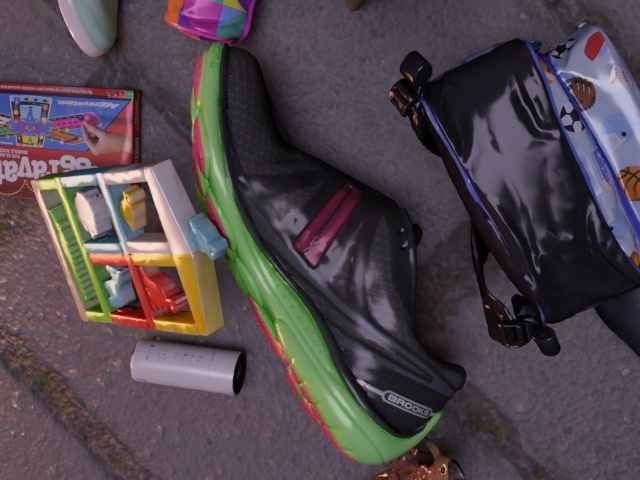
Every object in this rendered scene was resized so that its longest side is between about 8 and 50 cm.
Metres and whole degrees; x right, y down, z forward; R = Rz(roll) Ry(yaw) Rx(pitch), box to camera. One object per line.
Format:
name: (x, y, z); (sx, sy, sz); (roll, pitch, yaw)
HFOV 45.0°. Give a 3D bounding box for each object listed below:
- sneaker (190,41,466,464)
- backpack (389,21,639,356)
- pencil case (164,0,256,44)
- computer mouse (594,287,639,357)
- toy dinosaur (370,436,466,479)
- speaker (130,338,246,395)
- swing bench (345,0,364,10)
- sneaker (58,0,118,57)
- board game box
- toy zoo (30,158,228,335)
sneaker: (0.000, 0.000, 0.859); (0.202, 0.185, 0.483); (-27, 90, -13)
backpack: (0.207, -0.076, 0.730); (0.213, 0.263, 0.277); (-23, 98, 10)
pencil case: (-0.096, -0.333, 0.840); (0.104, 0.104, 0.237); (21, 104, 8)
computer mouse: (0.407, 0.100, 0.812); (0.272, 0.072, 0.188); (40, 106, 4)
toy dinosaur: (0.074, 0.339, 0.907); (0.295, 0.127, 0.201); (-23, 86, 27)
speaker: (-0.162, 0.156, 0.957); (0.136, 0.055, 0.055); (5, 100, 11)
swing bench: (0.058, -0.368, 0.716); (0.165, 0.254, 0.254); (-8, 98, 14)
sneaker: (-0.212, -0.335, 0.867); (0.151, 0.094, 0.256); (4, 101, 9)
board game box: (-0.360, -0.124, 0.969); (0.281, 0.027, 0.145); (5, 102, 12)
toy zoo: (-0.210, 0.010, 0.870); (0.293, 0.030, 0.193); (1, 113, 42)
